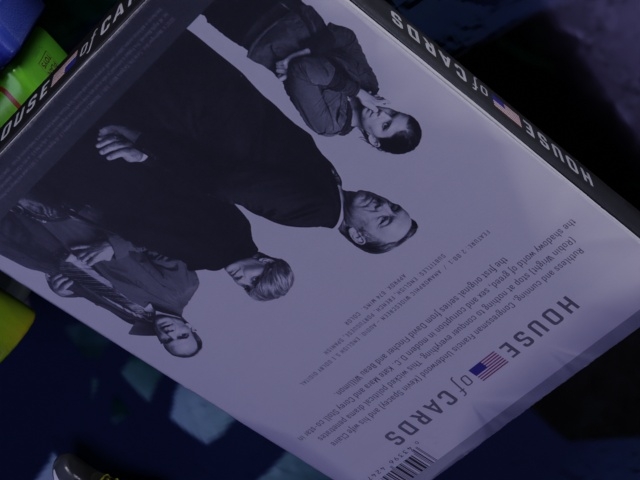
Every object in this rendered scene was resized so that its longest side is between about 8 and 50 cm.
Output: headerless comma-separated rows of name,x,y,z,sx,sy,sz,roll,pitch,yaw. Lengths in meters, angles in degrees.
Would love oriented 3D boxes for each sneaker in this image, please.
sneaker,-0.095,0.130,0.732,0.083,0.031,0.035,40,109,-7

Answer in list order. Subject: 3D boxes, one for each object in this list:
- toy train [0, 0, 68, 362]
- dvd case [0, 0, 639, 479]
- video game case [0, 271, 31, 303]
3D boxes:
toy train,-0.187,0.010,0.641,0.248,0.105,0.143,-34,111,17
dvd case,0.000,0.000,0.568,0.238,0.030,0.179,36,120,-25
video game case,-0.240,0.018,0.732,0.173,0.022,0.190,36,122,1
